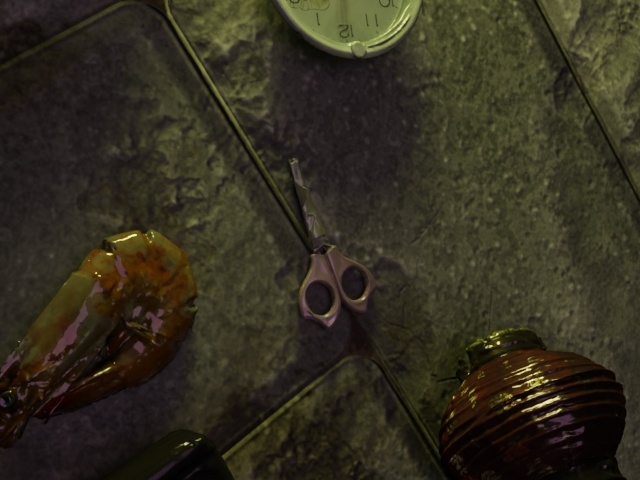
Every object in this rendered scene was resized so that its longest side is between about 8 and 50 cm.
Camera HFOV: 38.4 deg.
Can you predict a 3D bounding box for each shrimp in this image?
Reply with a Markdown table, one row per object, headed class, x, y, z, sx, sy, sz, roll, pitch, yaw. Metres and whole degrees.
| class | x | y | z | sx | sy | sz | roll | pitch | yaw |
| --- | --- | --- | --- | --- | --- | --- | --- | --- | --- |
| shrimp | -0.243 | 0.114 | 0.981 | 0.294 | 0.062 | 0.154 | -46 | 112 | -22 |

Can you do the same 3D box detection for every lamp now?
| class | x | y | z | sx | sy | sz | roll | pitch | yaw |
| --- | --- | --- | --- | --- | --- | --- | --- | --- | --- |
| lamp | 0.257 | 0.226 | 1.132 | 0.247 | 0.247 | 0.246 | 2 | 86 | -26 |

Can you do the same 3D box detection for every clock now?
| class | x | y | z | sx | sy | sz | roll | pitch | yaw |
| --- | --- | --- | --- | --- | --- | --- | --- | --- | --- |
| clock | 0.022 | -0.337 | 1.139 | 0.237 | 0.053 | 0.236 | 2 | 86 | -29 |

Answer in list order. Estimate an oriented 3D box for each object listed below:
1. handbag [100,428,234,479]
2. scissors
| class | x | y | z | sx | sy | sz | roll | pitch | yaw |
| --- | --- | --- | --- | --- | --- | --- | --- | --- | --- |
| handbag | -0.183 | 0.349 | 0.990 | 0.247 | 0.080 | 0.223 | -32 | 108 | -26 |
| scissors | 0.000 | 0.000 | 1.127 | 0.110 | 0.021 | 0.212 | -20 | 97 | -28 |
